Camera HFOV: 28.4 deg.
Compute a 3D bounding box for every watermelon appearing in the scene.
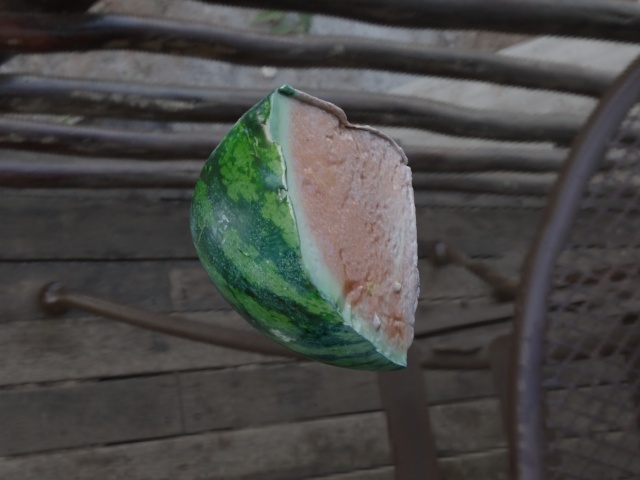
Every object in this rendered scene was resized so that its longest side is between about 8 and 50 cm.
[{"bbox_3d":[-0.001,0.033,1.409,0.292,0.319,0.222,10,41,-46],"label":"watermelon"}]
